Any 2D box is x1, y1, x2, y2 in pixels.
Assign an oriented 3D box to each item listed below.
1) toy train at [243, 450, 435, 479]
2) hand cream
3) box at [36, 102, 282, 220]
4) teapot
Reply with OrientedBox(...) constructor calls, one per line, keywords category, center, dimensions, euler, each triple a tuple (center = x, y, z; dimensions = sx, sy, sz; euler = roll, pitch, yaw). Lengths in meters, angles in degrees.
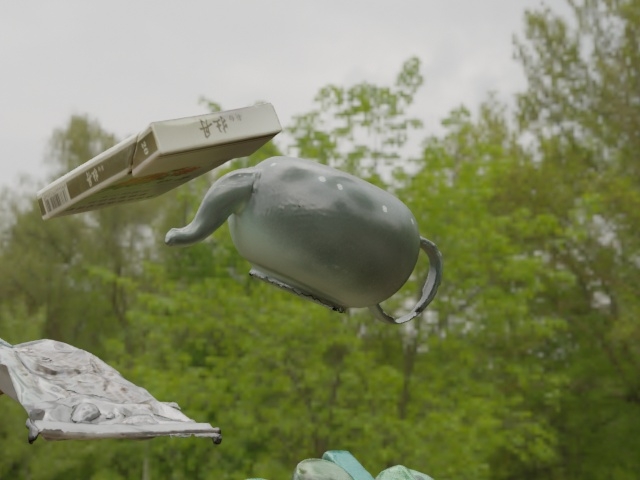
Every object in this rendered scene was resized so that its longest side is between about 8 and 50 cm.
OrientedBox(category="toy train", center=(-0.008, 0.284, 0.797), dimensions=(0.194, 0.298, 0.120), euler=(7, 22, -37))
OrientedBox(category="hand cream", center=(-0.149, 0.071, 0.574), dimensions=(0.084, 0.050, 0.257), euler=(10, -6, -35))
OrientedBox(category="box", center=(-0.128, -0.057, 0.883), dimensions=(0.109, 0.029, 0.198), euler=(-15, -3, -39))
OrientedBox(category="teapot", center=(0.000, 0.000, 1.142), dimensions=(0.294, 0.130, 0.193), euler=(25, -4, -27))
